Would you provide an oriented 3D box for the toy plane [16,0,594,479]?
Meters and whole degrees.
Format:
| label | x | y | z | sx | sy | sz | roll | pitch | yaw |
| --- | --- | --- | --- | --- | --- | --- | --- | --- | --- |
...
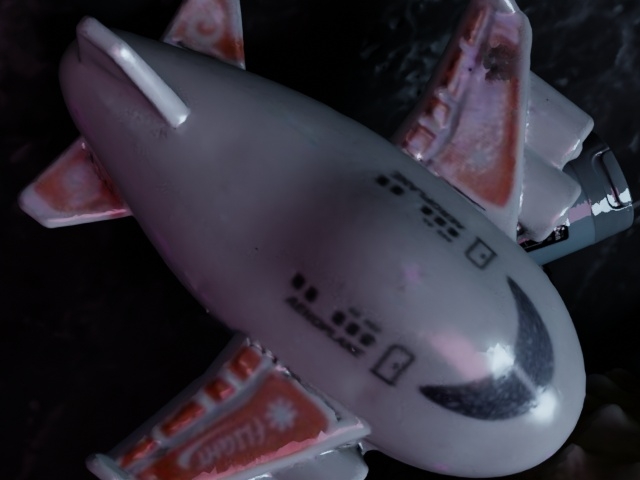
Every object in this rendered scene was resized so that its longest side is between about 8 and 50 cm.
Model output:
| label | x | y | z | sx | sy | sz | roll | pitch | yaw |
| --- | --- | --- | --- | --- | --- | --- | --- | --- | --- |
| toy plane | 0.000 | 0.001 | 0.629 | 0.252 | 0.118 | 0.252 | 1 | 83 | -8 |

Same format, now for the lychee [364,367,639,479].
| label | x | y | z | sx | sy | sz | roll | pitch | yaw |
| --- | --- | --- | --- | --- | --- | --- | --- | --- | --- |
| lychee | 0.146 | 0.234 | 0.752 | 0.432 | 0.380 | 0.380 | -29 | 134 | -31 |

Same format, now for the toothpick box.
| label | x | y | z | sx | sy | sz | roll | pitch | yaw |
| --- | --- | --- | --- | --- | --- | --- | --- | --- | --- |
| toothpick box | 0.100 | -0.013 | 0.751 | 0.083 | 0.052 | 0.052 | -23 | 130 | -6 |
